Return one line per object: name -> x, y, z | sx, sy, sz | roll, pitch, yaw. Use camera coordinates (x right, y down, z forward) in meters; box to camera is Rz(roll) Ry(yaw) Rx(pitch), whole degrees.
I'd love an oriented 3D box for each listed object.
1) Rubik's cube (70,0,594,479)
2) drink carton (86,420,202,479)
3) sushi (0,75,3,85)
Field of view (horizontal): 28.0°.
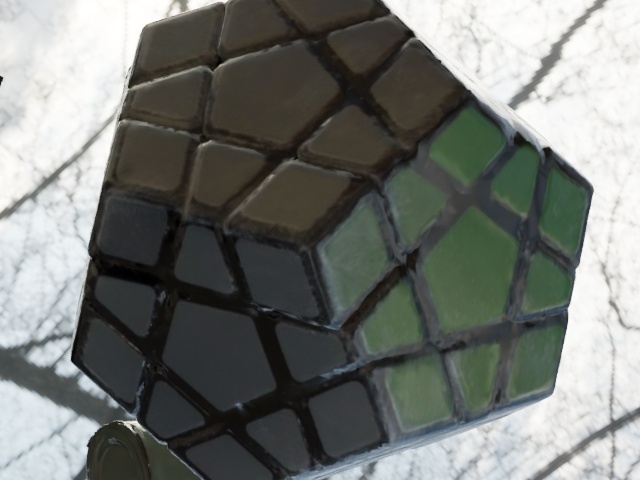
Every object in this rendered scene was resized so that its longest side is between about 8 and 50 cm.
Rubik's cube -> 0.000, 0.000, 0.760 | 0.264, 0.319, 0.319 | -48, -139, 10
drink carton -> -0.131, 0.261, 1.351 | 0.191, 0.190, 0.185 | -23, -104, 52
sushi -> -0.323, -0.108, 1.001 | 0.120, 0.126, 0.026 | -54, -164, 45
